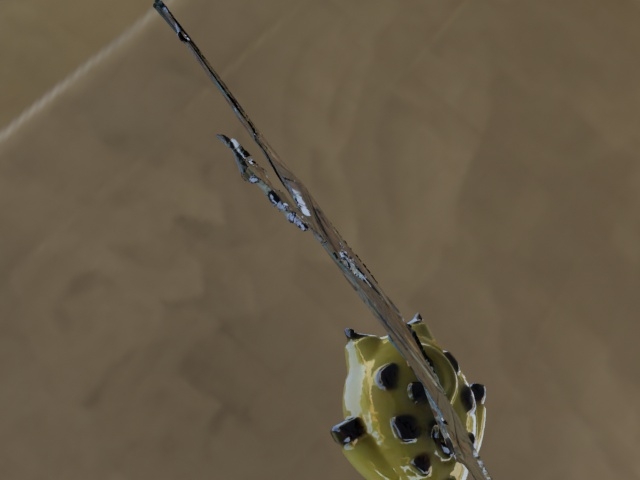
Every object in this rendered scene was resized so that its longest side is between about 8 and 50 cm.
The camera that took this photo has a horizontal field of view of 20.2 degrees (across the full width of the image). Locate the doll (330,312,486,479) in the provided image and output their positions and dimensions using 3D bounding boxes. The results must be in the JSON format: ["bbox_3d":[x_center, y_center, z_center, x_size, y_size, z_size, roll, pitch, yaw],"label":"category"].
[{"bbox_3d":[0.078,0.191,1.151,0.117,0.086,0.291,-12,-95,-24],"label":"doll"}]

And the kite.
[{"bbox_3d":[0.000,0.000,0.889,0.335,0.011,0.314,55,-176,24],"label":"kite"}]
